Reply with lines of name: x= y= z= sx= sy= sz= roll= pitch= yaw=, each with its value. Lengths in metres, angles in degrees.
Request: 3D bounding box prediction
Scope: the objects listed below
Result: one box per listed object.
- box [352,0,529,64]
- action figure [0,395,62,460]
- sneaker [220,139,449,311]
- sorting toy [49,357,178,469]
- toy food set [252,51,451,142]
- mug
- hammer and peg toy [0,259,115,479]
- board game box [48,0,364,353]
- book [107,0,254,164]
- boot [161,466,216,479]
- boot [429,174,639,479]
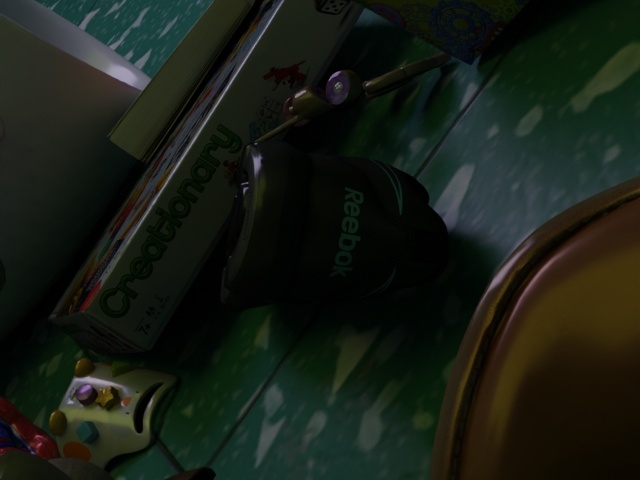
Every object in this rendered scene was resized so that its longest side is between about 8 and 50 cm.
box: x=0.112 y=-0.309 z=0.804 sx=0.290 sy=0.177 sz=0.279 roll=-46 pitch=19 yaw=57
action figure: x=-0.269 y=0.139 z=1.021 sx=0.091 sy=0.139 sz=0.280 roll=-58 pitch=28 yaw=-10
sneaker: x=0.000 y=0.000 z=0.792 sx=0.267 sy=0.106 sz=0.101 roll=-144 pitch=62 yaw=-84
sorting toy: x=-0.129 y=0.109 z=0.935 sx=0.075 sy=0.045 sz=0.083 roll=-3 pitch=52 yaw=35
toy food set: x=0.015 y=-0.092 z=0.887 sx=0.122 sy=0.019 sz=0.078 roll=-24 pitch=0 yaw=-34
mug: x=-0.316 y=-0.038 z=1.149 sx=0.328 sy=0.276 sz=0.374 roll=-58 pitch=16 yaw=7
hammer and peg toy: x=-0.109 y=0.182 z=0.413 sx=0.266 sy=0.361 sz=0.127 roll=-44 pitch=11 yaw=16
board game box: x=-0.077 y=-0.062 z=0.998 sx=0.305 sy=0.053 sz=0.193 roll=-59 pitch=12 yaw=-14
book: x=-0.096 y=-0.134 z=1.065 sx=0.144 sy=0.035 sz=0.096 roll=-52 pitch=9 yaw=20
boot: x=-0.103 y=0.145 z=0.628 sx=0.115 sy=0.112 sz=0.305 roll=-37 pitch=-9 yaw=2
boot: x=0.171 y=0.034 z=0.451 sx=0.283 sy=0.109 sz=0.220 roll=-49 pitch=28 yaw=-10
